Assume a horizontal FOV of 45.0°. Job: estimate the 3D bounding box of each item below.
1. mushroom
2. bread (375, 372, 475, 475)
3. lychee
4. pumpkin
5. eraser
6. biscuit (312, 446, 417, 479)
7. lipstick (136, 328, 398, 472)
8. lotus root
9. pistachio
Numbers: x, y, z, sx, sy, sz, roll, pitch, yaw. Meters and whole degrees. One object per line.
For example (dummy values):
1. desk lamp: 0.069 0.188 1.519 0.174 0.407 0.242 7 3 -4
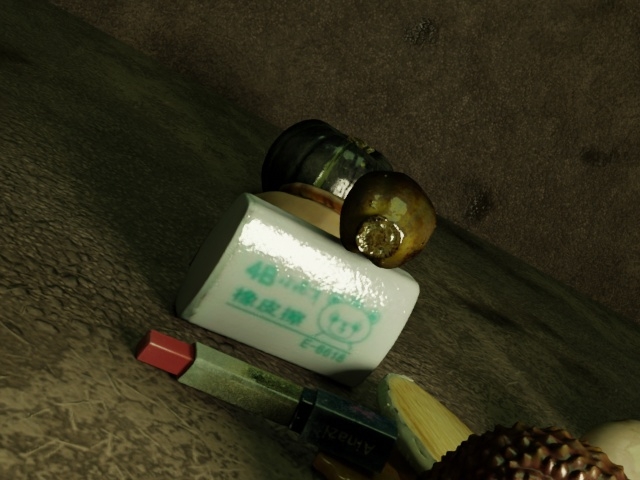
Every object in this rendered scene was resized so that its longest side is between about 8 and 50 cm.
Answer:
1. mushroom: 0.442 0.364 1.080 0.226 0.226 0.178 32 -27 1
2. bread: 0.168 0.278 1.006 0.267 0.040 0.267 41 10 -9
3. lychee: 0.196 0.304 0.685 0.271 0.271 0.271 30 14 -8
4. pumpkin: 0.021 -0.132 1.771 0.323 0.241 0.323 27 9 -5
5. eraser: -0.029 0.074 1.065 0.290 0.189 0.104 26 10 -24
6. biscuit: 0.056 0.262 0.933 0.133 0.027 0.184 30 15 -3
7. lipstick: -0.064 0.174 0.878 0.312 0.051 0.051 24 15 -2
8. lotus root: 0.090 -0.031 1.041 0.124 0.123 0.241 23 9 2
9. pistachio: 0.000 0.000 1.460 0.299 0.187 0.187 32 13 29
